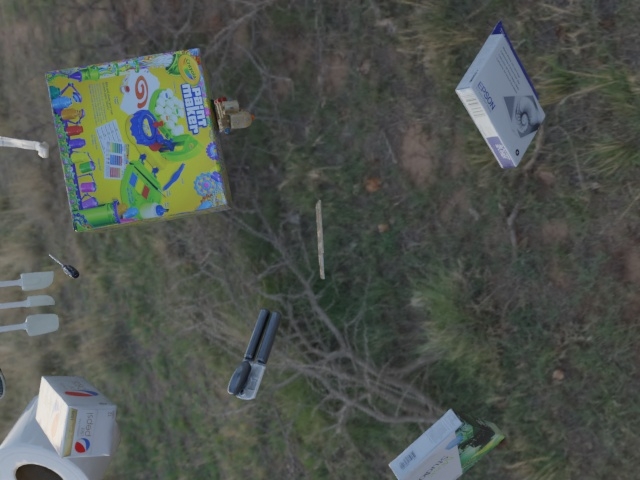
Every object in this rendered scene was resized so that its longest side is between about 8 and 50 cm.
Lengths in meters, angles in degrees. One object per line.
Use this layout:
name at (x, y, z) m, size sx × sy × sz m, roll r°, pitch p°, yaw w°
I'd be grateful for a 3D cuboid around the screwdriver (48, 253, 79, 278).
screwdriver at (-0.629, 0.061, 1.575) m, size 0.169 × 0.024 × 0.025 m, roll 16°, pitch 72°, yaw 43°

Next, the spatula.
spatula at (-0.820, 0.175, 1.710) m, size 0.019 × 0.242 × 0.168 m, roll 1°, pitch 95°, yaw 53°

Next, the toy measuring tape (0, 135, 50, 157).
toy measuring tape at (-0.777, -0.193, 1.425) m, size 0.121 × 0.330 × 0.122 m, roll -172°, pitch 90°, yaw -73°

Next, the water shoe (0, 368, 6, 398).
water shoe at (-0.937, 0.351, 1.833) m, size 0.080 × 0.072 × 0.203 m, roll -121°, pitch 15°, yaw -72°

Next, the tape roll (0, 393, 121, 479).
tape roll at (-0.621, 0.502, 1.539) m, size 0.169 × 0.246 × 0.246 m, roll -77°, pitch 3°, yaw -56°

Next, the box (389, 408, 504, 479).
box at (0.356, 0.578, 1.790) m, size 0.232 × 0.322 × 0.058 m, roll -46°, pitch 52°, yaw 12°

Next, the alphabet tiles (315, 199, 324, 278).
alphabet tiles at (0.000, 0.000, 2.012) m, size 0.198 × 0.009 × 0.237 m, roll 157°, pitch 110°, yaw -86°

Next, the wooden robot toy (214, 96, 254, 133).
wooden robot toy at (-0.176, -0.264, 1.365) m, size 0.173 × 0.079 × 0.076 m, roll -163°, pitch 64°, yaw -68°

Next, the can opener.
can opener at (-0.184, 0.327, 1.887) m, size 0.074 × 0.280 × 0.093 m, roll 14°, pitch 152°, yaw 12°

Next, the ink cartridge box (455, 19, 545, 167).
ink cartridge box at (0.389, -0.305, 1.346) m, size 0.045 × 0.224 × 0.223 m, roll 2°, pitch 142°, yaw 49°

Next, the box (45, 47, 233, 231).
box at (-0.331, -0.180, 1.236) m, size 0.177 × 0.279 × 0.290 m, roll 178°, pitch 83°, yaw -86°

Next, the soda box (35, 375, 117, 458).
soda box at (-0.371, 0.259, 0.976) m, size 0.216 × 0.069 × 0.074 m, roll 2°, pitch 84°, yaw 57°
